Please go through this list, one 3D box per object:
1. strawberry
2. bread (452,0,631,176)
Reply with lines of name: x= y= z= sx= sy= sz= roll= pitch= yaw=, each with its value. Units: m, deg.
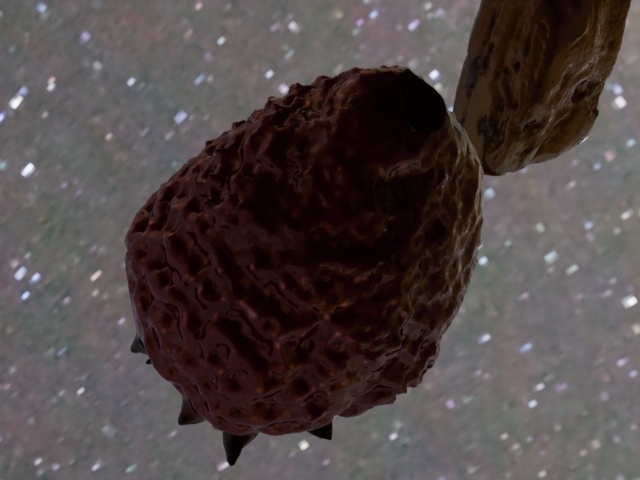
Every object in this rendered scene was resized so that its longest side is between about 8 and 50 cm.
strawberry: x=0.002 y=0.007 z=0.609 sx=0.131 sy=0.148 sz=0.131 roll=19 pitch=-122 yaw=-34
bread: x=0.232 y=-0.184 z=1.665 sx=0.099 sy=0.235 sz=0.210 roll=29 pitch=-145 yaw=30
